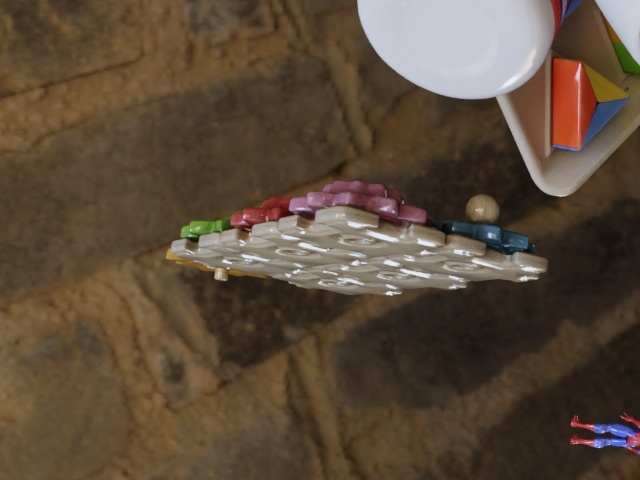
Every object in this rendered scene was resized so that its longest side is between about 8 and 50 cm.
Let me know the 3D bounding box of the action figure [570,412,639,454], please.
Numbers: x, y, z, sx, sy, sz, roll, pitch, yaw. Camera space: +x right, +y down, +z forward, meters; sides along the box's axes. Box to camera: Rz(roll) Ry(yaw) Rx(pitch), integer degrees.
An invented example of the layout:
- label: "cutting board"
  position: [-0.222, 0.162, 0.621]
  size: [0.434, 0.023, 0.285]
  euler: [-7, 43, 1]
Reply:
- label: "action figure"
  position: [0.319, 0.203, 1.483]
  size: [0.030, 0.115, 0.038]
  euler: [-36, -51, -59]

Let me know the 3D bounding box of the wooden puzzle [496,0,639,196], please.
- label: "wooden puzzle"
  position: [0.323, -0.276, 1.719]
  size: [0.322, 0.080, 0.348]
  euler: [-44, -61, -22]

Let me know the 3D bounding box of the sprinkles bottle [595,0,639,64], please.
- label: "sprinkles bottle"
  position: [0.212, 0.010, 0.421]
  size: [0.121, 0.121, 0.355]
  euler: [-2, -125, -44]

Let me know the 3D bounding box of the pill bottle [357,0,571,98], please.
- label: "pill bottle"
  position: [0.170, -0.295, 1.345]
  size: [0.181, 0.181, 0.323]
  euler: [57, -134, -33]

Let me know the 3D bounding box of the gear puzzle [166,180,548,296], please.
- label: "gear puzzle"
  position: [0.000, 0.000, 0.994]
  size: [0.175, 0.339, 0.044]
  euler: [14, -102, -29]
